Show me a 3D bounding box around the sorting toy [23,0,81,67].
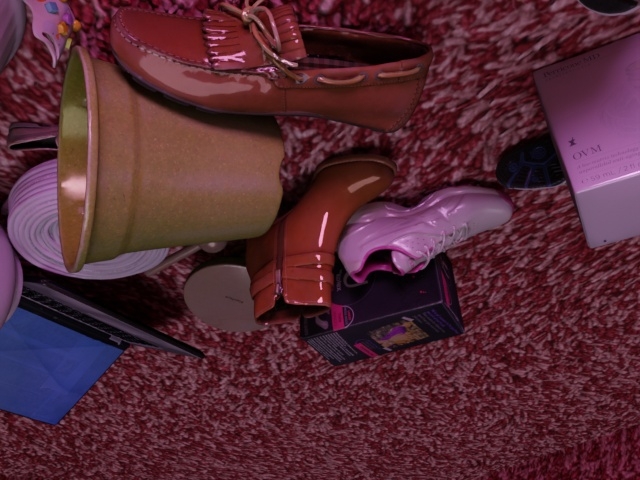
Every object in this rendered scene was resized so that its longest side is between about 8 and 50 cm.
[{"bbox_3d":[-0.314,-0.244,0.774,0.045,0.075,0.083,-6,145,4],"label":"sorting toy"}]

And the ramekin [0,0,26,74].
[{"bbox_3d":[-0.480,-0.237,0.718,0.277,0.135,0.277,-3,145,-2],"label":"ramekin"}]

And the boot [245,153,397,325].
[{"bbox_3d":[0.000,0.000,1.025,0.284,0.220,0.109,-19,142,21],"label":"boot"}]

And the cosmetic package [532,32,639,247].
[{"bbox_3d":[0.421,-0.143,0.857,0.224,0.224,0.138,-18,140,19],"label":"cosmetic package"}]

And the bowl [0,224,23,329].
[{"bbox_3d":[-0.575,0.066,1.055,0.298,0.297,0.134,-25,162,27],"label":"bowl"}]

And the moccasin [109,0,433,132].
[{"bbox_3d":[-0.049,-0.221,0.781,0.380,0.139,0.147,9,136,-14],"label":"moccasin"}]

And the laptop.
[{"bbox_3d":[-0.523,0.239,1.288,0.408,0.236,0.382,2,155,40],"label":"laptop"}]

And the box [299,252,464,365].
[{"bbox_3d":[0.109,0.109,1.239,0.271,0.165,0.143,-18,142,19],"label":"box"}]

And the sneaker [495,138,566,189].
[{"bbox_3d":[0.378,-0.115,1.018,0.211,0.080,0.081,-10,163,22],"label":"sneaker"}]

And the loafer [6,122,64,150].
[{"bbox_3d":[-0.380,-0.141,0.945,0.125,0.039,0.045,1,144,-6],"label":"loafer"}]

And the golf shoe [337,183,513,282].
[{"bbox_3d":[0.174,-0.004,1.109,0.307,0.140,0.115,-11,143,8],"label":"golf shoe"}]

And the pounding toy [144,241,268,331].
[{"bbox_3d":[-0.167,0.054,1.203,0.183,0.110,0.237,-28,125,27],"label":"pounding toy"}]

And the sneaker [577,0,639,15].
[{"bbox_3d":[0.346,-0.371,0.646,0.118,0.110,0.292,-31,151,-45],"label":"sneaker"}]

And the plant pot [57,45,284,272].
[{"bbox_3d":[-0.194,-0.096,0.866,0.254,0.276,0.276,0,147,-27],"label":"plant pot"}]

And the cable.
[{"bbox_3d":[-0.361,-0.032,1.059,0.257,0.089,0.257,20,139,-29],"label":"cable"}]
